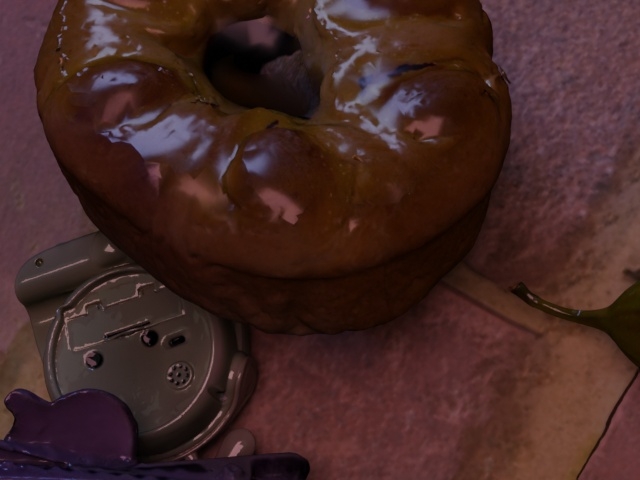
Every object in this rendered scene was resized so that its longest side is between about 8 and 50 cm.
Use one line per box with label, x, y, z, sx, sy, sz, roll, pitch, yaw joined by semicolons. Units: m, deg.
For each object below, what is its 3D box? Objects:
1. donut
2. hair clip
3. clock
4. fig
donut;-0.032;-0.085;1.103;0.299;0.150;0.317;-10;53;-8
hair clip;-0.128;0.169;1.079;0.278;0.090;0.137;11;109;3
clock;-0.121;0.083;1.151;0.151;0.062;0.191;-19;69;7
fig;0.214;0.040;1.080;0.166;0.093;0.093;30;81;40
